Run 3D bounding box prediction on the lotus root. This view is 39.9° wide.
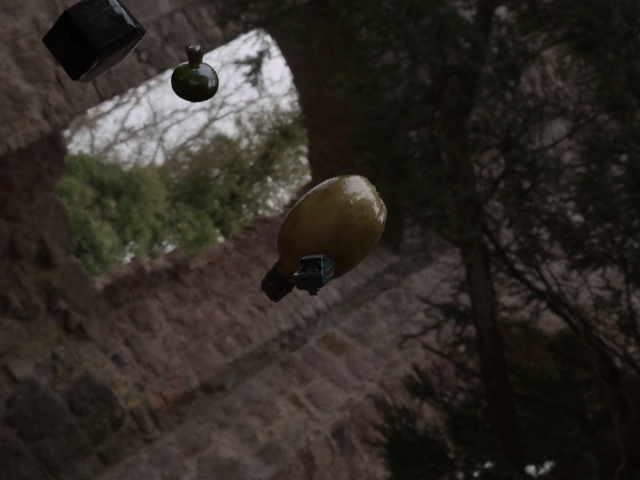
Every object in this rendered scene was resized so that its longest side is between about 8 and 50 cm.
[{"bbox_3d":[0.000,0.000,1.775,0.183,0.310,0.183,46,-9,9],"label":"lotus root"}]

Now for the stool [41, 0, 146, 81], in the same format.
[{"bbox_3d":[-0.548,-0.496,2.137,0.141,0.232,0.232,52,-20,-5],"label":"stool"}]

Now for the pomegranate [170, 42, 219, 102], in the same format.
[{"bbox_3d":[-0.297,-0.396,2.091,0.114,0.114,0.142,37,-51,44],"label":"pomegranate"}]

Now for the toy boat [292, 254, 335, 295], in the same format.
[{"bbox_3d":[-0.006,0.050,1.525,0.141,0.055,0.060,-43,126,-73],"label":"toy boat"}]
